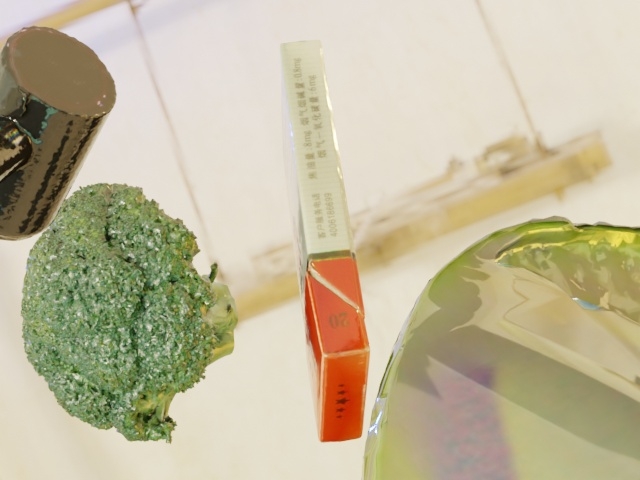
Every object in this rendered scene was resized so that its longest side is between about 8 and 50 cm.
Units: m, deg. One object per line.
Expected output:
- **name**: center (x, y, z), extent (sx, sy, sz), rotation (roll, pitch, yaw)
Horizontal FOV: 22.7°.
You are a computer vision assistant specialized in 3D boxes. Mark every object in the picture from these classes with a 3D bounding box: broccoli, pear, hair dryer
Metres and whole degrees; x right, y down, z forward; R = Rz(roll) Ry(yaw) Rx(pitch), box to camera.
- **broccoli**: center (-0.199, 0.068, 1.682), extent (0.242, 0.261, 0.269), rotation (5, 20, -35)
- **pear**: center (0.161, 0.188, 0.659), extent (0.399, 0.399, 0.165), rotation (-18, -26, -41)
- **hair dryer**: center (-0.198, -0.017, 0.847), extent (0.114, 0.070, 0.248), rotation (-56, 0, 35)

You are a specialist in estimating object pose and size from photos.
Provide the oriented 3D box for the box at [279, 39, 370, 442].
- **box**: center (0.000, 0.000, 1.084), extent (0.035, 0.245, 0.139), rotation (-5, -30, -4)
